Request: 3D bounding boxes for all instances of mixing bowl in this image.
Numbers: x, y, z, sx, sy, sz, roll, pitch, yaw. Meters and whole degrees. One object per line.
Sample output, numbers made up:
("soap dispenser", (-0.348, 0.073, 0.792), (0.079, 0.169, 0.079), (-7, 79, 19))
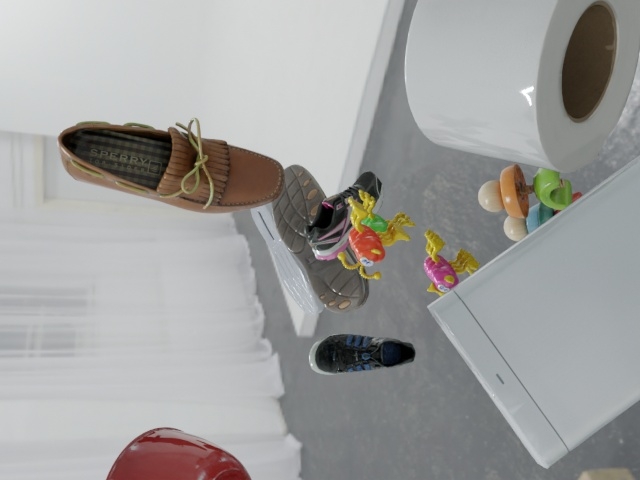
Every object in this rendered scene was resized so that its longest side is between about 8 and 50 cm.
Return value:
("mixing bowl", (-0.129, 0.286, 0.713), (0.098, 0.181, 0.181), (-13, 70, 29))

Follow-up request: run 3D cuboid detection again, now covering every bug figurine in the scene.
("bug figurine", (0.136, 0.031, 0.941), (0.072, 0.279, 0.216), (-57, 13, 15))

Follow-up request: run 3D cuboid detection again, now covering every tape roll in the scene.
("tape roll", (0.237, -0.213, 0.793), (0.169, 0.246, 0.246), (21, 110, 41))

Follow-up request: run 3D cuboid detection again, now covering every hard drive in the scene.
("hard drive", (0.342, 0.074, 0.832), (0.233, 0.353, 0.047), (55, 175, 5))

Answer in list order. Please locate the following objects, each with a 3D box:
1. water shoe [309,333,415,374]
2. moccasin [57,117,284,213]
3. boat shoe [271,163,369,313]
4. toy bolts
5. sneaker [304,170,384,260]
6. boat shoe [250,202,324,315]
("water shoe", (0.079, 0.202, 1.244), (0.080, 0.203, 0.072), (-21, 72, 60))
("moccasin", (-0.248, -0.135, 1.167), (0.147, 0.380, 0.139), (151, 133, -78))
("boat shoe", (0.000, 0.000, 1.505), (0.130, 0.132, 0.355), (19, -134, -67))
("toy bolts", (0.413, -0.096, 1.330), (0.159, 0.228, 0.218), (-10, 45, 31))
("sneaker", (0.039, -0.053, 1.144), (0.072, 0.077, 0.178), (14, 62, 43))
("boat shoe", (-0.053, 0.022, 1.732), (0.121, 0.119, 0.335), (-29, 85, 57))
